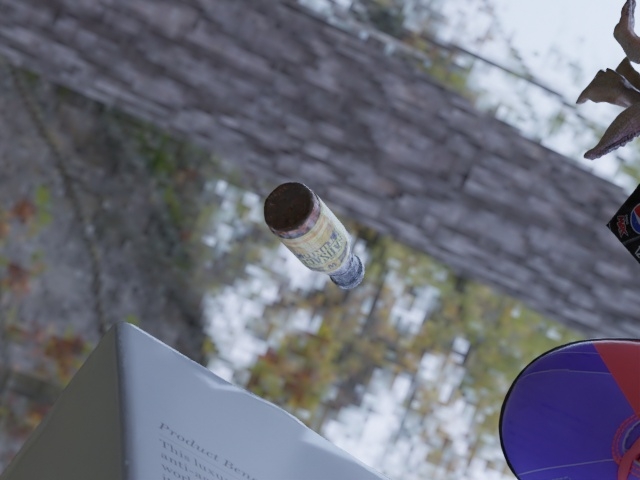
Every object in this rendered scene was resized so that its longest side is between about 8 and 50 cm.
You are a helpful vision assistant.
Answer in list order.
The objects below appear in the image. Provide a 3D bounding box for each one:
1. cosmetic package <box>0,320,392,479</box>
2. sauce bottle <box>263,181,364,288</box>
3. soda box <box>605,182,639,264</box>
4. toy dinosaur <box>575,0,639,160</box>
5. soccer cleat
[{"bbox_3d":[-0.045,0.247,0.922,0.161,0.230,0.453,-52,-161,16],"label":"cosmetic package"},{"bbox_3d":[0.000,0.000,1.340,0.042,0.128,0.042,-9,-114,20],"label":"sauce bottle"},{"bbox_3d":[0.310,0.001,1.535,0.053,0.169,0.060,-53,-132,21],"label":"soda box"},{"bbox_3d":[0.332,-0.115,1.529,0.296,0.200,0.127,-31,154,-53],"label":"toy dinosaur"},{"bbox_3d":[0.200,0.117,0.766,0.318,0.116,0.108,27,-89,31],"label":"soccer cleat"}]
